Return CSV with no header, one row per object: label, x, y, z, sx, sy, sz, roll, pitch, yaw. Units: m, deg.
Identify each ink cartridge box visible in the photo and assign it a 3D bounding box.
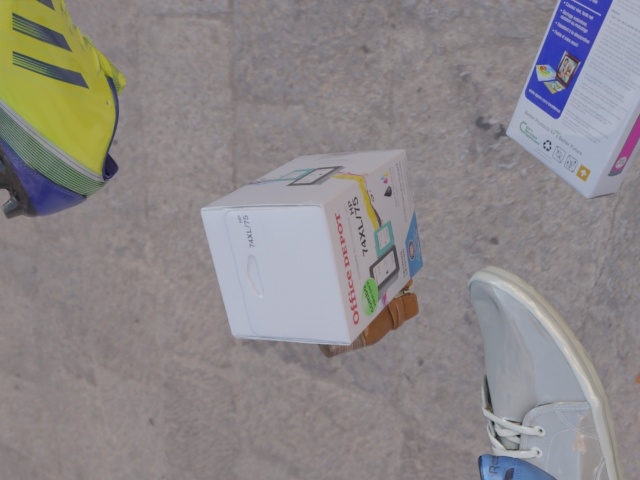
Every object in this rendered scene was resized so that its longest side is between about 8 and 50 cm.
ink cartridge box,0.000,0.000,1.015,0.197,0.270,0.198,0,111,31
ink cartridge box,0.368,-0.251,0.884,0.176,0.069,0.371,53,144,40

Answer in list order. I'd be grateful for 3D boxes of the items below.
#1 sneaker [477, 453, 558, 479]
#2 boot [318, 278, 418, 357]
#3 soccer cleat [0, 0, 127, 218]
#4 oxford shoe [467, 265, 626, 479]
sneaker,0.105,0.249,0.492,0.082,0.069,0.209,23,96,15
boot,0.072,0.066,1.346,0.109,0.220,0.283,-5,104,65
soccer cleat,-0.198,-0.125,0.490,0.093,0.121,0.289,52,151,21
oxford shoe,0.275,0.244,0.880,0.449,0.130,0.169,68,164,-15
